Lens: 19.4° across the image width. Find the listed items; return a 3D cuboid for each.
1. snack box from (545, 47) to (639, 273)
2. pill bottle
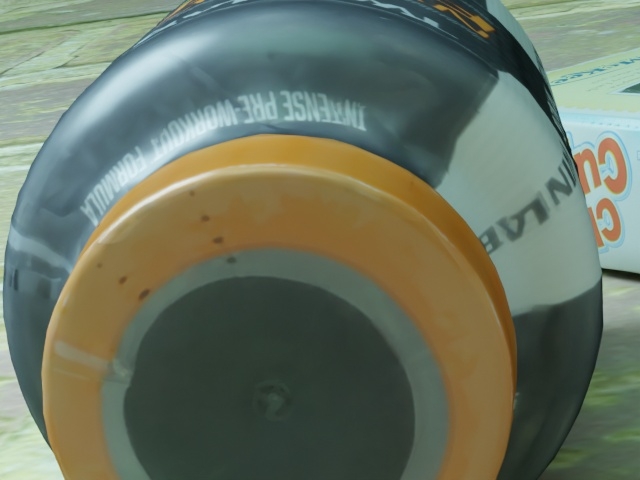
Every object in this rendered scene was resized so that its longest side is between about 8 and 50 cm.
[{"bbox_3d":[0.227,-0.054,0.687,0.322,0.060,0.187,-17,15,-31],"label":"snack box"},{"bbox_3d":[0.000,0.000,0.453,0.130,0.130,0.245,-7,14,5],"label":"pill bottle"}]
